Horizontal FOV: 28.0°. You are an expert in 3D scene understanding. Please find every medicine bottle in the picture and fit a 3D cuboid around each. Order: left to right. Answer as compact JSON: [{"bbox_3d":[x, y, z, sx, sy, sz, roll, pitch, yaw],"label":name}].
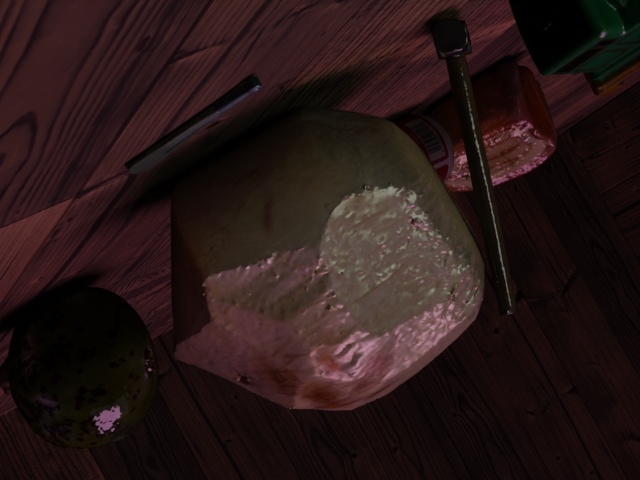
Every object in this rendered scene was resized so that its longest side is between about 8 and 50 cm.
[{"bbox_3d":[0.094,-0.113,2.075,0.250,0.131,0.131,-25,174,-37],"label":"medicine bottle"}]

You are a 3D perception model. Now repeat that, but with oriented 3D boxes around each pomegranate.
[{"bbox_3d":[-0.380,0.197,1.995,0.270,0.254,0.254,-4,-174,24],"label":"pomegranate"}]

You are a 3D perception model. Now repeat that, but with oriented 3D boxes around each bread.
[{"bbox_3d":[0.283,-0.182,2.204,0.244,0.123,0.190,-30,145,30],"label":"bread"}]

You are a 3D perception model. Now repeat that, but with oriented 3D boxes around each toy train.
[{"bbox_3d":[0.408,-0.323,1.565,0.249,0.178,0.429,-11,165,-38],"label":"toy train"}]

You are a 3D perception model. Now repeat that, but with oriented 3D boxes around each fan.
[{"bbox_3d":[-0.135,-0.119,1.361,0.193,0.016,0.038,-32,172,31],"label":"fan"},{"bbox_3d":[0.312,-0.296,2.178,0.133,0.005,0.085,-31,174,36],"label":"fan"}]

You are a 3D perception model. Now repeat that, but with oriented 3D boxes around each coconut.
[{"bbox_3d":[-0.012,0.045,1.622,0.415,0.415,0.345,-30,-168,9],"label":"coconut"}]

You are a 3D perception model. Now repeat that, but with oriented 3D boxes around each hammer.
[{"bbox_3d":[0.194,-0.089,1.567,0.043,0.366,0.111,-12,-179,8],"label":"hammer"}]
